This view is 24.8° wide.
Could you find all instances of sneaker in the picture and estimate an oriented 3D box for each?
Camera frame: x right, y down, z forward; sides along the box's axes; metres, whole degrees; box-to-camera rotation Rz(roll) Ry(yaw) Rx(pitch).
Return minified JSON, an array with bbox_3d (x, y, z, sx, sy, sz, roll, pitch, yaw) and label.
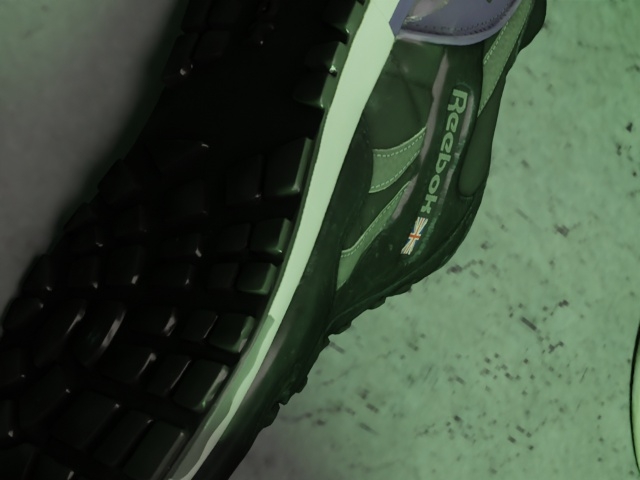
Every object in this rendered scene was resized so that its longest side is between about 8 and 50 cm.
[{"bbox_3d":[0.000,0.000,0.477,0.124,0.107,0.283,36,76,-43],"label":"sneaker"}]

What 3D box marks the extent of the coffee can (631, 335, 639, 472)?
[{"bbox_3d":[0.302,0.079,0.612,0.201,0.275,0.202,-8,103,-36],"label":"coffee can"}]
